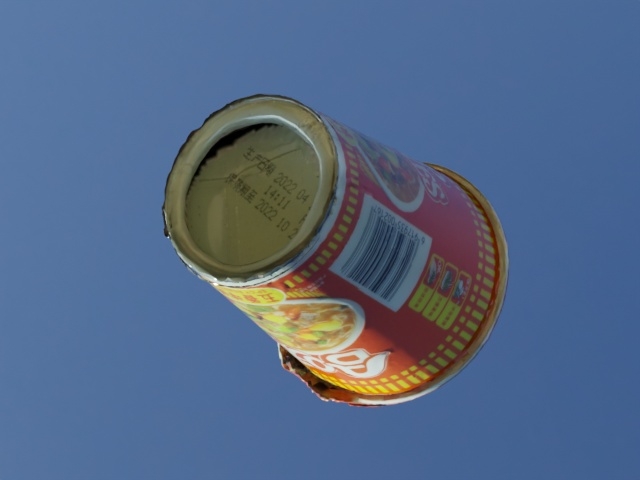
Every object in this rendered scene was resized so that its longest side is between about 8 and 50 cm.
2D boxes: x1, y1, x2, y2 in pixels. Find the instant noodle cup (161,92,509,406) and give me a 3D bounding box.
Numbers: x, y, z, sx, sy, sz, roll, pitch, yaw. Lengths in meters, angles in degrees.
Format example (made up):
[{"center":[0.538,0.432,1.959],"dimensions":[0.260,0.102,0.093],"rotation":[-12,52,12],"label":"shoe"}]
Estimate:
[{"center":[0.000,0.000,1.342],"dimensions":[0.193,0.212,0.193],"rotation":[-10,-112,26],"label":"instant noodle cup"}]
